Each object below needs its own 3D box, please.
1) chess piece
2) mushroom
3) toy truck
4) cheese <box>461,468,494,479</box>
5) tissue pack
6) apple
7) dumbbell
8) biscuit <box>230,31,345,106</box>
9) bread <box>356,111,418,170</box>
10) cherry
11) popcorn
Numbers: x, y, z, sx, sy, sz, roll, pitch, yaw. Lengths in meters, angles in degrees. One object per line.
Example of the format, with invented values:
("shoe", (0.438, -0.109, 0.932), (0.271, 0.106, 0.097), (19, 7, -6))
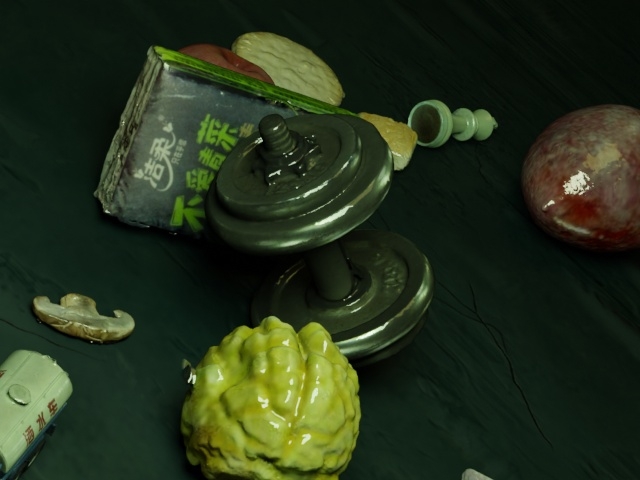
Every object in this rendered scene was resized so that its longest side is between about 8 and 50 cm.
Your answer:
("chess piece", (0.174, -0.143, 2.203), (0.149, 0.059, 0.059), (-1, 46, -50))
("mushroom", (-0.218, 0.071, 1.635), (0.101, 0.019, 0.049), (13, 38, -29))
("toy truck", (-0.264, 0.163, 1.421), (0.074, 0.088, 0.201), (35, 34, 0))
("cheese", (0.222, 0.274, 1.730), (0.192, 0.037, 0.097), (27, 33, -9))
("tissue pack", (-0.090, -0.080, 1.794), (0.236, 0.173, 0.073), (16, 12, -24))
("apple", (-0.114, -0.143, 1.890), (0.153, 0.120, 0.153), (24, 21, -10))
("dumbbell", (0.000, 0.000, 1.705), (0.192, 0.192, 0.290), (-85, 158, -53))
("biscuit", (-0.040, -0.201, 2.122), (0.152, 0.020, 0.152), (22, 35, -17))
("bread", (0.072, -0.118, 2.099), (0.083, 0.035, 0.070), (23, 34, -5))
("cherry", (0.332, -0.068, 2.133), (0.250, 0.175, 0.192), (-20, 72, -48))
("popcorn", (-0.048, 0.148, 1.568), (0.142, 0.173, 0.173), (4, 43, -49))
